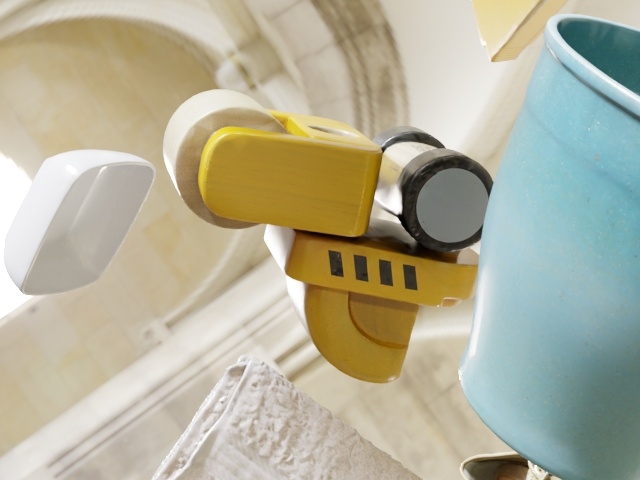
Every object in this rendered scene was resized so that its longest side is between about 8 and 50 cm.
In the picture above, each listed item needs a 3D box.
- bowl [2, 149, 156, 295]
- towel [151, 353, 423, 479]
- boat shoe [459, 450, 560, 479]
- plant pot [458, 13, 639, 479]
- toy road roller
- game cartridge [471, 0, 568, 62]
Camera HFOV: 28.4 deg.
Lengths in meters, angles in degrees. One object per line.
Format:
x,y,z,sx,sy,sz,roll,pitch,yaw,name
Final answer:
-0.223,-0.024,1.144,0.053,0.142,0.142,36,16,18,bowl
-0.025,0.267,1.338,0.282,0.187,0.049,36,-12,-13,towel
0.288,0.338,1.725,0.089,0.105,0.285,27,-19,-17,boat shoe
0.221,0.023,0.841,0.271,0.271,0.255,43,-60,39,plant pot
0.000,0.000,1.243,0.202,0.329,0.241,-129,-129,-73,toy road roller
0.225,-0.386,1.470,0.324,0.052,0.285,126,-47,-78,game cartridge
